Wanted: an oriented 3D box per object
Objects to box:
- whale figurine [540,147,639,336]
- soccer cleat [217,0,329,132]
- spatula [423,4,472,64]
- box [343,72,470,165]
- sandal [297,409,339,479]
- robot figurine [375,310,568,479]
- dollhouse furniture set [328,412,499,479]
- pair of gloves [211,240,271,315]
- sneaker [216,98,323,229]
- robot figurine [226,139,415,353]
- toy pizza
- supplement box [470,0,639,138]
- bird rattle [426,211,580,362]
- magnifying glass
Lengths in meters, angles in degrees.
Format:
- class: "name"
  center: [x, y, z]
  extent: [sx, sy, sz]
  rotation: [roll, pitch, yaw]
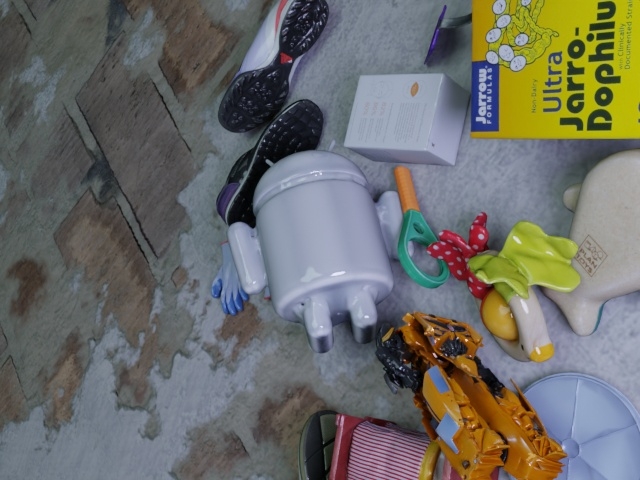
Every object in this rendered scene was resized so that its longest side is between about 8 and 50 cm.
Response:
- class: "whale figurine"
  center: [0.406, 0.004, 1.035]
  extent: [0.216, 0.141, 0.272]
  rotation: [56, 138, 34]
- class: "soccer cleat"
  center: [-0.100, -0.355, 1.550]
  extent: [0.318, 0.109, 0.116]
  rotation: [-55, 31, 15]
- class: "spatula"
  center: [0.221, -0.345, 1.218]
  extent: [0.296, 0.030, 0.084]
  rotation: [177, 111, -73]
- class: "box"
  center: [0.142, -0.200, 1.305]
  extent: [0.171, 0.091, 0.130]
  rotation: [10, 84, 40]
- class: "sandal"
  center: [0.001, 0.421, 1.241]
  extent: [0.086, 0.120, 0.302]
  rotation: [-20, 66, 49]
- class: "robot figurine"
  center: [0.194, 0.199, 1.055]
  extent: [0.085, 0.211, 0.291]
  rotation: [-60, 34, 24]
- class: "dollhouse furniture set"
  center: [0.118, 0.448, 1.109]
  extent: [0.201, 0.152, 0.373]
  rotation: [0, 78, 39]
- class: "pair of gloves"
  center: [-0.139, 0.054, 1.508]
  extent: [0.198, 0.023, 0.159]
  rotation: [-21, 65, 32]
- class: "sneaker"
  center: [-0.112, -0.156, 1.494]
  extent: [0.283, 0.107, 0.124]
  rotation: [-55, 36, 5]
- class: "robot figurine"
  center: [0.000, 0.000, 1.293]
  extent: [0.300, 0.199, 0.353]
  rotation: [-10, 66, -6]
- class: "toy pizza"
  center: [0.341, 0.279, 1.055]
  extent: [0.201, 0.032, 0.201]
  rotation: [-11, 73, 37]
- class: "supplement box"
  center: [0.391, -0.225, 0.998]
  extent: [0.357, 0.195, 0.194]
  rotation: [6, 100, 45]
- class: "bird rattle"
  center: [0.244, 0.073, 1.102]
  extent: [0.206, 0.143, 0.253]
  rotation: [71, 162, -5]
- class: "magnifying glass"
  center: [0.153, -0.025, 1.263]
  extent: [0.026, 0.092, 0.230]
  rotation: [-46, 42, 38]
